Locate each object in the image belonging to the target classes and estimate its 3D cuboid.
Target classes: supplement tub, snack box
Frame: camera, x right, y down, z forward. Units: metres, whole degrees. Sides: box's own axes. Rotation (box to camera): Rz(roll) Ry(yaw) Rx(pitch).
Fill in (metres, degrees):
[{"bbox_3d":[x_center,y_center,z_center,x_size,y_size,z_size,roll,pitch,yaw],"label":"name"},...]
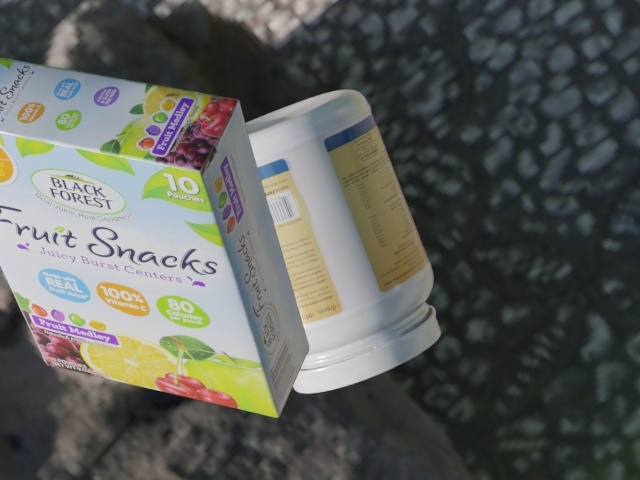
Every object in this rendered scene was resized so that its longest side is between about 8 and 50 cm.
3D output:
[{"bbox_3d":[0.000,0.000,1.411,0.144,0.200,0.144,-21,9,3],"label":"supplement tub"},{"bbox_3d":[-0.066,0.001,0.657,0.100,0.141,0.037,10,54,19],"label":"snack box"}]
